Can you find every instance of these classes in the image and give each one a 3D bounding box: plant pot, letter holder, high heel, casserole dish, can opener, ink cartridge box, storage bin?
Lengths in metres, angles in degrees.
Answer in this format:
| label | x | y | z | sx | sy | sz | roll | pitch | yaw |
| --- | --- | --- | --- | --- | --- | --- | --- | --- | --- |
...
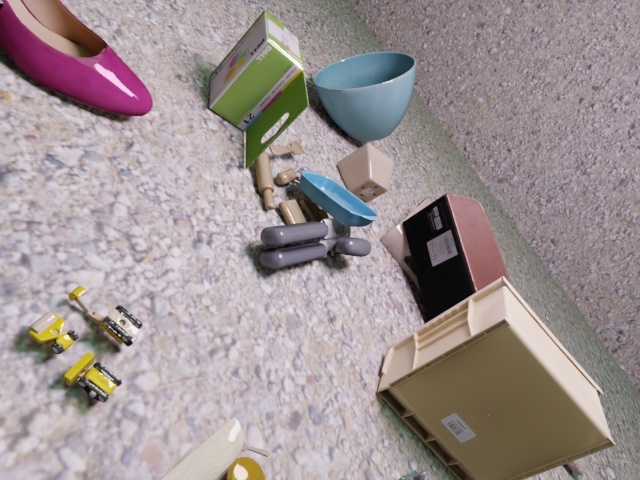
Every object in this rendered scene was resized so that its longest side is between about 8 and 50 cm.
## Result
| label | x | y | z | sx | sy | sz | roll | pitch | yaw |
| --- | --- | --- | --- | --- | --- | --- | --- | --- | --- |
| plant pot | 0.120 | -0.165 | 1.207 | 0.109 | 0.109 | 0.096 | 25 | 50 | -39 |
| letter holder | 0.350 | 0.069 | 1.091 | 0.214 | 0.152 | 0.302 | 5 | 64 | -32 |
| high heel | -0.361 | -0.323 | 0.607 | 0.377 | 0.181 | 0.127 | 32 | 34 | -31 |
| casserole dish | 0.032 | -0.080 | 0.941 | 0.188 | 0.037 | 0.114 | 40 | 24 | 30 |
| plant pot | 0.141 | -0.411 | 1.389 | 0.290 | 0.290 | 0.195 | -86 | 165 | -52 |
| can opener | 0.000 | 0.000 | 0.842 | 0.280 | 0.093 | 0.074 | -7 | 102 | -56 |
| ink cartridge box | -0.124 | -0.292 | 0.905 | 0.097 | 0.188 | 0.255 | 30 | 35 | -35 |
| storage bin | 0.275 | 0.249 | 0.774 | 0.262 | 0.260 | 0.123 | 48 | 28 | -6 |

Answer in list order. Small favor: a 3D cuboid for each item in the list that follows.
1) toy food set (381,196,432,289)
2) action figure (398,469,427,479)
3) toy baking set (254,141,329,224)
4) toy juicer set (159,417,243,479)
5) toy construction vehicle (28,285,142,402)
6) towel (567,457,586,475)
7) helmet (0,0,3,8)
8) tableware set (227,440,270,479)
| label | x | y | z | sx | sy | sz | roll | pitch | yaw |
| --- | --- | --- | --- | --- | --- | --- | --- | --- | --- |
| toy food set | 0.292 | 0.023 | 1.265 | 0.220 | 0.092 | 0.306 | 52 | 37 | 1 |
| action figure | 0.161 | 0.432 | 0.611 | 0.137 | 0.063 | 0.232 | 10 | 52 | -55 |
| toy baking set | -0.063 | -0.118 | 0.964 | 0.196 | 0.030 | 0.256 | 23 | 45 | -51 |
| toy juicer set | -0.115 | 0.321 | 0.323 | 0.209 | 0.089 | 0.329 | -3 | 66 | -41 |
| toy construction vehicle | -0.229 | 0.101 | 0.466 | 0.098 | 0.035 | 0.086 | 42 | 40 | -11 |
| towel | 0.609 | 0.448 | 1.250 | 0.187 | 0.049 | 0.282 | 45 | 30 | -8 |
| helmet | -0.443 | -0.279 | 0.479 | 0.161 | 0.169 | 0.169 | 53 | 23 | -33 |
| tableware set | -0.103 | 0.267 | 0.461 | 0.104 | 0.024 | 0.154 | 33 | 34 | -24 |
